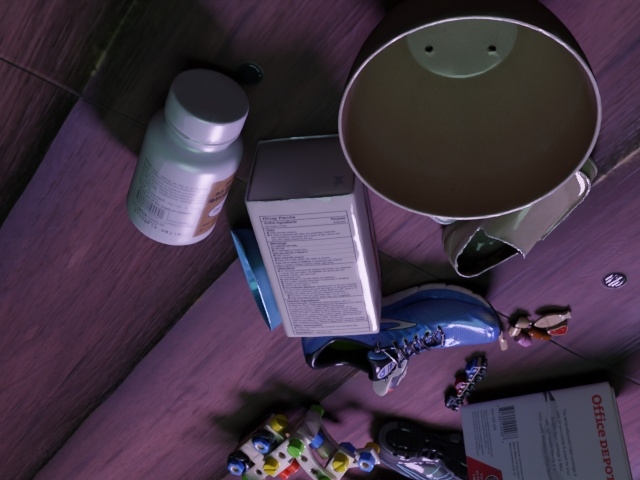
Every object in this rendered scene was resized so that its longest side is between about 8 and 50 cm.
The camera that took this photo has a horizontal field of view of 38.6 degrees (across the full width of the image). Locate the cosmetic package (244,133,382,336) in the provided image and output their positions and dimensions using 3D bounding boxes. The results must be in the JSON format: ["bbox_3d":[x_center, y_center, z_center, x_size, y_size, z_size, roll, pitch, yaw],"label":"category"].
[{"bbox_3d":[0.000,0.000,1.326,0.153,0.129,0.296,-2,137,9],"label":"cosmetic package"}]

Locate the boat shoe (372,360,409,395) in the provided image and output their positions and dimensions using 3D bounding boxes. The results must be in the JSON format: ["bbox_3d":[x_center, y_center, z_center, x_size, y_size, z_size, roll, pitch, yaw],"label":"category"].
[{"bbox_3d":[0.132,0.223,1.613,0.043,0.049,0.137,-22,147,-35],"label":"boat shoe"}]

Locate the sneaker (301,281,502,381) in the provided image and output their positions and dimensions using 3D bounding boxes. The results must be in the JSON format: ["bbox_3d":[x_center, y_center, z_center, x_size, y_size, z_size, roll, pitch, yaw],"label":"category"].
[{"bbox_3d":[0.126,0.163,1.472,0.330,0.147,0.130,-6,136,12],"label":"sneaker"}]

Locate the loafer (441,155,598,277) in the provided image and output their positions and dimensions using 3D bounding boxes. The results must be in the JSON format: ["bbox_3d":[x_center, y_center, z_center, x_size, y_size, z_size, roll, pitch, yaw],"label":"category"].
[{"bbox_3d":[0.281,-0.028,1.292,0.102,0.092,0.268,29,132,-23],"label":"loafer"}]

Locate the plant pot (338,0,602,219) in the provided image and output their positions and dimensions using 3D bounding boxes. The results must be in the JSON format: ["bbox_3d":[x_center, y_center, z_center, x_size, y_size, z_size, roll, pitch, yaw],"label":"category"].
[{"bbox_3d":[0.167,-0.189,1.062,0.284,0.191,0.284,3,136,3],"label":"plant pot"}]

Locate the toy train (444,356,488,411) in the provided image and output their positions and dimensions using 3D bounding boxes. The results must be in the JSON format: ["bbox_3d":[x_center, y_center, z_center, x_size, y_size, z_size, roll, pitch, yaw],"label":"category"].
[{"bbox_3d":[0.260,0.258,1.648,0.036,0.027,0.158,22,136,-1],"label":"toy train"}]

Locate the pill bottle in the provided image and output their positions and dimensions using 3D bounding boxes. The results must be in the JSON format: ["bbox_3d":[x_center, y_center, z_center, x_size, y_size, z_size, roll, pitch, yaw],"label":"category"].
[{"bbox_3d":[-0.175,-0.111,1.225,0.131,0.131,0.229,17,136,-12],"label":"pill bottle"}]

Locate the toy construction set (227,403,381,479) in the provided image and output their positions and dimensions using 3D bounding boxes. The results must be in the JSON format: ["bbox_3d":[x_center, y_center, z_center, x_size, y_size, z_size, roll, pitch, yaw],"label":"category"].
[{"bbox_3d":[-0.059,0.445,1.771,0.215,0.151,0.328,39,115,-5],"label":"toy construction set"}]

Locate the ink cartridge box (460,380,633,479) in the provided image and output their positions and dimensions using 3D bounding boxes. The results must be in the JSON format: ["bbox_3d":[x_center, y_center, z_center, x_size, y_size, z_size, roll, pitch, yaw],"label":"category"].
[{"bbox_3d":[0.404,0.379,1.622,0.273,0.197,0.114,-13,151,20],"label":"ink cartridge box"}]

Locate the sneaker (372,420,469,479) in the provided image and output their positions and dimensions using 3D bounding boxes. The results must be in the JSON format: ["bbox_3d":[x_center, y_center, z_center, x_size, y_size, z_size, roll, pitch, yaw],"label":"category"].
[{"bbox_3d":[0.226,0.426,1.793,0.267,0.101,0.106,21,145,-3],"label":"sneaker"}]

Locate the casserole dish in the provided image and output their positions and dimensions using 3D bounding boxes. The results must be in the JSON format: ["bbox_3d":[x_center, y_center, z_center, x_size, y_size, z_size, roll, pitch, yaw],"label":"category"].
[{"bbox_3d":[-0.093,0.057,1.418,0.037,0.114,0.188,-24,136,-9],"label":"casserole dish"}]

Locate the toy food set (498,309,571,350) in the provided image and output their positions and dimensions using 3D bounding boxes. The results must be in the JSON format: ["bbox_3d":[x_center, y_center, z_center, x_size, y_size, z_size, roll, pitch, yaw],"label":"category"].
[{"bbox_3d":[0.358,0.148,1.527,0.122,0.019,0.078,-13,134,8],"label":"toy food set"}]

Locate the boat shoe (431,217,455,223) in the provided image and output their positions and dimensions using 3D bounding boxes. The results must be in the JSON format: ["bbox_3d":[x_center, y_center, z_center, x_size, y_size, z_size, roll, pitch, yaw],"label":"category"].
[{"bbox_3d":[0.151,-0.077,1.274,0.066,0.063,0.184,-11,134,17],"label":"boat shoe"}]
